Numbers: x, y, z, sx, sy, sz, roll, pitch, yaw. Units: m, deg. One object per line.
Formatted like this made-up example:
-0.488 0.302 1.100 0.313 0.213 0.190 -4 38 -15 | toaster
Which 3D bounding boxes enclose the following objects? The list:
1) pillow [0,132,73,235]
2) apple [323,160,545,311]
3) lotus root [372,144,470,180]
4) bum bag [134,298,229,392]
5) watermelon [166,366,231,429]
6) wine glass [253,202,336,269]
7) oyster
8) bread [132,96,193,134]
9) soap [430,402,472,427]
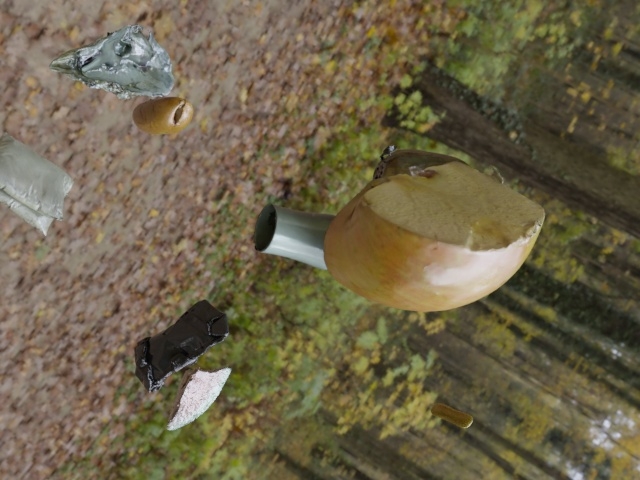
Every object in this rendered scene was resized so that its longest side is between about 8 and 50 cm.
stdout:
-0.573 -0.116 1.474 0.078 0.181 0.134 -22 -137 34 | pillow
0.178 -0.001 1.252 0.309 0.252 0.314 -24 -179 -40 | apple
0.225 -0.128 1.633 0.124 0.241 0.122 156 -61 -70 | lotus root
-0.240 0.173 1.272 0.198 0.087 0.049 -35 154 12 | bum bag
-0.268 0.311 1.547 0.080 0.101 0.155 28 80 -48 | watermelon
0.000 0.000 1.366 0.103 0.231 0.103 -34 -130 53 | wine glass
-0.382 -0.334 1.488 0.252 0.087 0.199 -60 140 -36 | oyster
-0.358 -0.277 1.722 0.114 0.189 0.077 15 81 -36 | bread
0.259 0.346 1.505 0.034 0.089 0.012 -47 136 -32 | soap
